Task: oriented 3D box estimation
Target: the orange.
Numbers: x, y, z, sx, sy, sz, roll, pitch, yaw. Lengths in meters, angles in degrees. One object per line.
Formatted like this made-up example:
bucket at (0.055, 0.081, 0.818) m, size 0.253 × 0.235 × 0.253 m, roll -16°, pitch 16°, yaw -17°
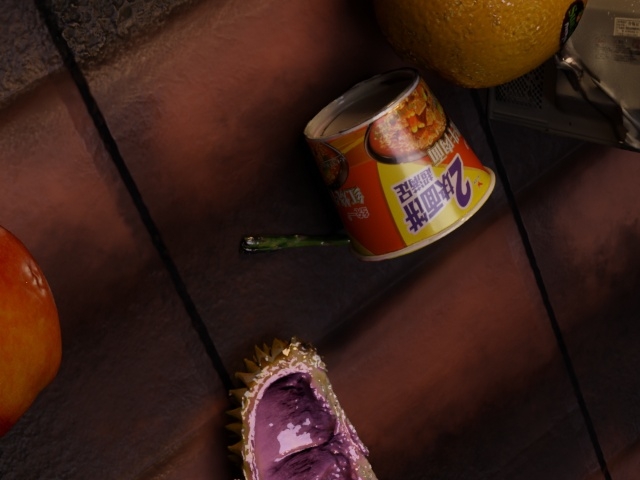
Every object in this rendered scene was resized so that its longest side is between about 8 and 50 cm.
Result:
orange at (0.188, -0.318, 1.647) m, size 0.274 × 0.274 × 0.274 m, roll -9°, pitch 107°, yaw -32°

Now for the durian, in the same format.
durian at (-0.039, 0.289, 1.798) m, size 0.191 × 0.112 × 0.341 m, roll -30°, pitch 109°, yaw -14°

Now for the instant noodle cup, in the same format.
instant noodle cup at (0.088, -0.102, 1.729) m, size 0.213 × 0.213 × 0.174 m, roll -38°, pitch 111°, yaw -20°

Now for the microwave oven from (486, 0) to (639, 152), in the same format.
microwave oven at (0.468, -0.244, 1.792) m, size 0.374 × 0.432 × 0.236 m, roll -4°, pitch 104°, yaw -32°

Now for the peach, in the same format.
peach at (-0.383, 0.091, 1.443) m, size 0.200 × 0.243 × 0.243 m, roll -17°, pitch 119°, yaw 16°

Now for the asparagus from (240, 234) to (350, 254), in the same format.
asparagus at (0.000, 0.000, 1.798) m, size 0.233 × 0.023 × 0.022 m, roll -4°, pitch 149°, yaw -33°
